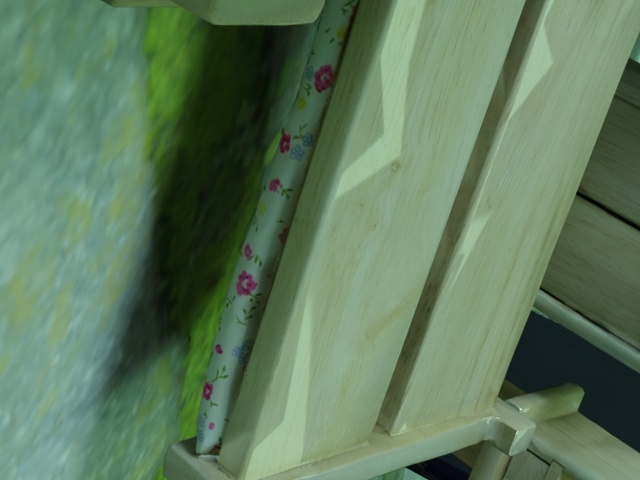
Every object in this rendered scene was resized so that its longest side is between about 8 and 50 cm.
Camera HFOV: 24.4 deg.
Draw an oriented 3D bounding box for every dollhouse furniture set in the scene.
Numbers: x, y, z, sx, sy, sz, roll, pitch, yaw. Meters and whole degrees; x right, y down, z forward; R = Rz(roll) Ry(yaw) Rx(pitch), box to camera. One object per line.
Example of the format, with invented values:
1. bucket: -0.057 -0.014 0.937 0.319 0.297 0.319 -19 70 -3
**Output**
1. dollhouse furniture set: 0.000 0.000 0.515 0.355 0.174 0.303 -7 122 -48

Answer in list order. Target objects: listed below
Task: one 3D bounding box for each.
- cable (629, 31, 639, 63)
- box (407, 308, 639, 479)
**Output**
1. cable: 0.134 -0.099 0.781 0.257 0.089 0.257 85 29 -71
2. box: 0.116 0.111 0.889 0.103 0.184 0.261 -64 167 -9
